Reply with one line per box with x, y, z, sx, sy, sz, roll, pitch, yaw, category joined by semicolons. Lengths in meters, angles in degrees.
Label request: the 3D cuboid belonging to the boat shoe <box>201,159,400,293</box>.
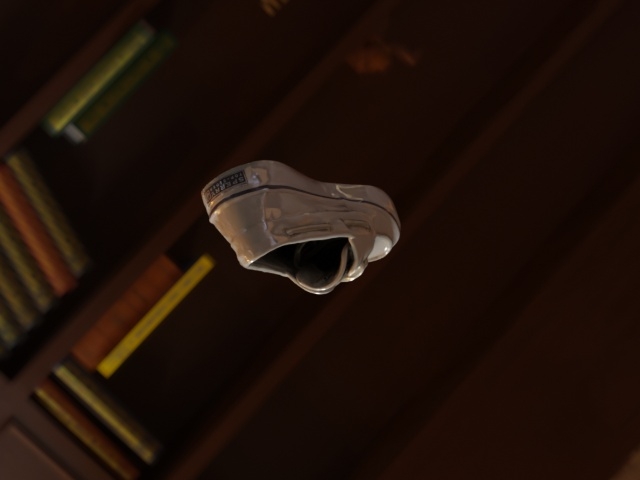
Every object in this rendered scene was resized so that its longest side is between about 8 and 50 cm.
0.000;0.000;1.214;0.096;0.088;0.267;-28;160;18;boat shoe
